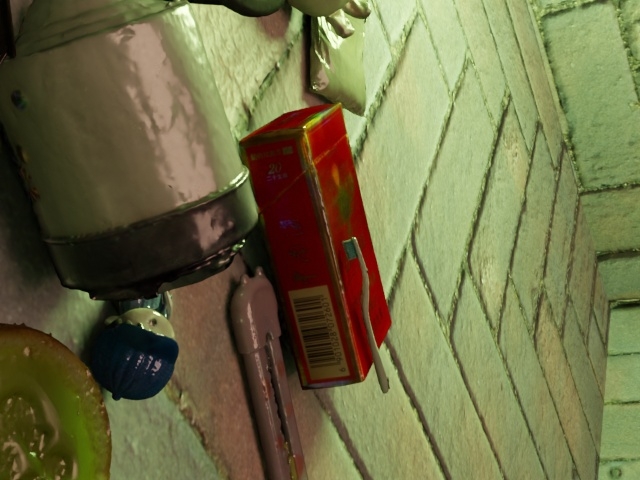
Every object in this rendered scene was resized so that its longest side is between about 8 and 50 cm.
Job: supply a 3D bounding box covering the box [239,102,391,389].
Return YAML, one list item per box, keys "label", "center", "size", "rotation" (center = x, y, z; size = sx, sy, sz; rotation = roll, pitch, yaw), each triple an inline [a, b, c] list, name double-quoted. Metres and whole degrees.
- label: "box"
  center: [0.000, 0.000, 1.226]
  size: [0.197, 0.089, 0.313]
  rotation: [-48, 127, -68]

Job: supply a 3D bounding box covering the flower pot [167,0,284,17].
- label: "flower pot"
  center: [-0.149, -0.329, 0.951]
  size: [0.269, 0.166, 0.269]
  rotation: [38, 47, -56]

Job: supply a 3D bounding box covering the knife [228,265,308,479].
- label: "knife"
  center: [-0.043, 0.230, 1.153]
  size: [0.132, 0.038, 0.399]
  rotation: [-30, 109, -66]

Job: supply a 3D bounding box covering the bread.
- label: "bread"
  center: [-0.242, 0.170, 0.718]
  size: [0.236, 0.070, 0.236]
  rotation: [25, 62, -60]

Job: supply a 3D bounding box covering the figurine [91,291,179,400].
- label: "figurine"
  center: [-0.166, 0.074, 0.909]
  size: [0.149, 0.087, 0.086]
  rotation: [-94, 160, -46]

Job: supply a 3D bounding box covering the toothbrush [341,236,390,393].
- label: "toothbrush"
  center: [0.059, 0.091, 1.180]
  size: [0.017, 0.022, 0.204]
  rotation: [-105, 180, -72]

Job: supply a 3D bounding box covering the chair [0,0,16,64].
- label: "chair"
  center: [-0.250, -0.187, 0.686]
  size: [0.212, 0.101, 0.084]
  rotation: [-65, -176, -24]

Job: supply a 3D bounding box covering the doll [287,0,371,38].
- label: "doll"
  center: [-0.016, -0.403, 1.318]
  size: [0.155, 0.113, 0.275]
  rotation: [-52, 138, -30]

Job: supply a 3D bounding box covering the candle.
- label: "candle"
  center: [-0.178, -0.121, 0.811]
  size: [0.187, 0.187, 0.330]
  rotation: [-46, 123, -59]

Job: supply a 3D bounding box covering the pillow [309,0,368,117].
- label: "pillow"
  center: [0.028, -0.303, 1.447]
  size: [0.148, 0.050, 0.230]
  rotation: [19, 65, -52]
